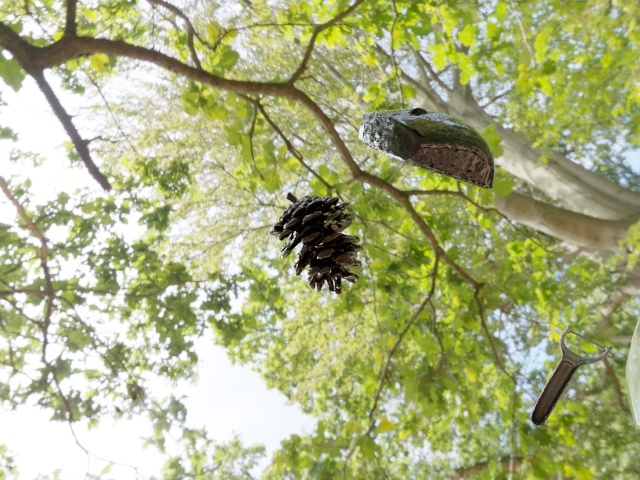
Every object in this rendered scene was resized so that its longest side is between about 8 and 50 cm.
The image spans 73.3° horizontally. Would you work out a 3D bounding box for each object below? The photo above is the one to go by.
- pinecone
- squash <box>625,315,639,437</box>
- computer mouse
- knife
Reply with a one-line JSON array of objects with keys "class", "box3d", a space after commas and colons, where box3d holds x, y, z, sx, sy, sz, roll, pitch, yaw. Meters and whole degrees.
[{"class": "pinecone", "box3d": [0.000, 0.000, 1.175, 0.243, 0.310, 0.244, -25, -9, -4]}, {"class": "squash", "box3d": [0.650, 0.219, 0.770, 0.189, 0.261, 0.189, 8, -31, 5]}, {"class": "computer mouse", "box3d": [0.207, -0.173, 0.763, 0.269, 0.170, 0.100, 9, -71, -35]}, {"class": "knife", "box3d": [0.639, 0.368, 1.126, 0.053, 0.123, 0.278, -3, -61, -61]}]
